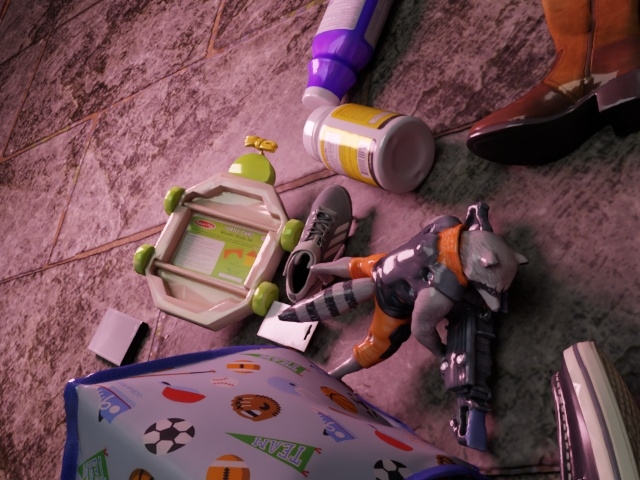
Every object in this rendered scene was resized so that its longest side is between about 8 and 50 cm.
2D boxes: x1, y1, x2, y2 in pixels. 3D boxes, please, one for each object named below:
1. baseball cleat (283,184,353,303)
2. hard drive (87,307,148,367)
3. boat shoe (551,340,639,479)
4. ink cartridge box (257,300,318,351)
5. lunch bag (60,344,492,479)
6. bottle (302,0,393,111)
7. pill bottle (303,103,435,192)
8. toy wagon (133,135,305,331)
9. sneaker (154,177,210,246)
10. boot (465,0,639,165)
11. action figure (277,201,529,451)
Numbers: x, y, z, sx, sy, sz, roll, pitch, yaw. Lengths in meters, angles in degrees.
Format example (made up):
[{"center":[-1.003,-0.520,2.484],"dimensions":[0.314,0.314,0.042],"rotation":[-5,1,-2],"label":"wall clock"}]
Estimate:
[{"center":[0.000,0.000,1.233],"dimensions":[0.072,0.109,0.206],"rotation":[15,78,8],"label":"baseball cleat"},{"center":[-0.394,0.189,1.545],"dimensions":[0.135,0.022,0.094],"rotation":[12,72,47],"label":"hard drive"},{"center":[0.249,0.330,0.710],"dimensions":[0.156,0.187,0.500],"rotation":[-16,58,29],"label":"boat shoe"},{"center":[-0.043,0.137,1.238],"dimensions":[0.115,0.029,0.063],"rotation":[13,72,46],"label":"ink cartridge box"},{"center":[-0.034,0.268,0.859],"dimensions":[0.328,0.385,0.239],"rotation":[25,112,35],"label":"lunch bag"},{"center":[0.046,-0.364,1.452],"dimensions":[0.118,0.092,0.283],"rotation":[2,65,45],"label":"bottle"},{"center":[0.071,-0.154,1.262],"dimensions":[0.208,0.119,0.119],"rotation":[25,82,49],"label":"pill bottle"},{"center":[-0.156,-0.019,1.368],"dimensions":[0.267,0.068,0.344],"rotation":[16,72,24],"label":"toy wagon"},{"center":[-0.233,-0.002,1.477],"dimensions":[0.227,0.087,0.130],"rotation":[-54,42,5],"label":"sneaker"},{"center":[0.326,-0.256,1.107],"dimensions":[0.264,0.096,0.280],"rotation":[-21,50,34],"label":"boot"},{"center":[0.114,0.097,1.011],"dimensions":[0.330,0.178,0.341],"rotation":[-32,43,38],"label":"action figure"}]
